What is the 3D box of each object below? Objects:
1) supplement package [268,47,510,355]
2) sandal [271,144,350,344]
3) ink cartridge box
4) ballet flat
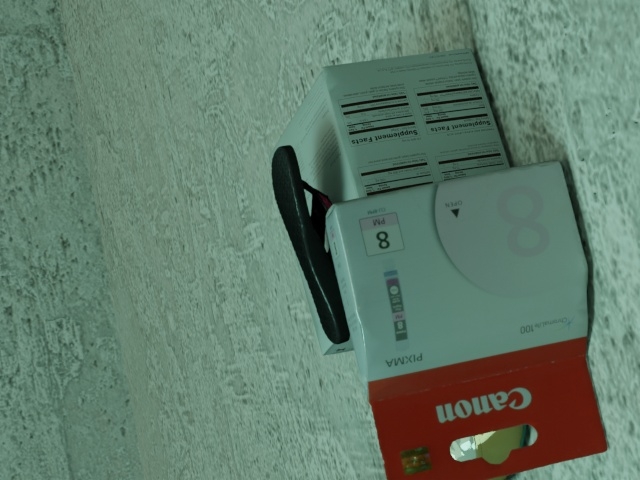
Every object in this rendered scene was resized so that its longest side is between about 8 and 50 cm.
[{"bbox_3d":[0.067,-0.031,1.312,0.194,0.149,0.203,128,130,-64],"label":"supplement package"},{"bbox_3d":[0.000,0.000,1.244,0.067,0.040,0.179,-146,36,-70],"label":"sandal"},{"bbox_3d":[0.121,0.068,1.153,0.066,0.189,0.232,116,141,-74],"label":"ink cartridge box"},{"bbox_3d":[0.127,0.211,1.376,0.232,0.073,0.080,107,147,-52],"label":"ballet flat"}]
